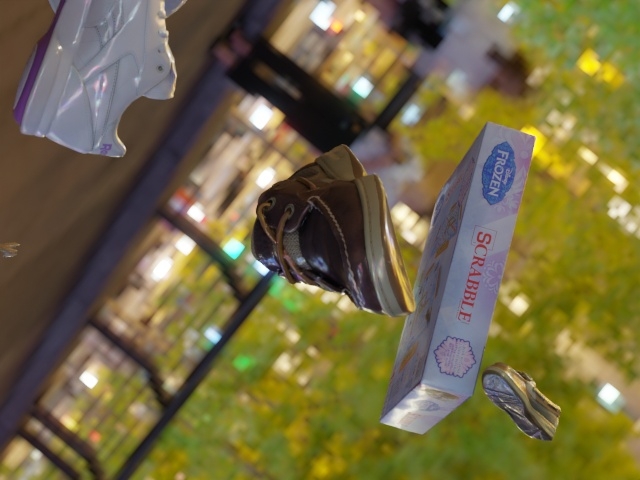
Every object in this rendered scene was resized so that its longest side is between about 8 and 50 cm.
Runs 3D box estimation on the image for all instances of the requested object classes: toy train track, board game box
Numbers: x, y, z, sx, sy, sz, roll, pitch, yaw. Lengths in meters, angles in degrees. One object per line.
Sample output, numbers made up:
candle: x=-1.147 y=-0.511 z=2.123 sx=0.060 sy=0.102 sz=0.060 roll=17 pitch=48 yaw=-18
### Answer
toy train track: x=-0.324 y=0.007 z=1.764 sx=0.048 sy=0.083 sz=0.014 roll=-7 pitch=108 yaw=-48
board game box: x=0.161 y=0.055 z=2.192 sx=0.319 sy=0.066 sz=0.318 roll=118 pitch=-12 yaw=-75

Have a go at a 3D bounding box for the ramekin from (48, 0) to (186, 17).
ramekin: x=-0.248 y=-0.398 z=2.331 sx=0.127 sy=0.273 sz=0.273 roll=2 pitch=141 yaw=-34

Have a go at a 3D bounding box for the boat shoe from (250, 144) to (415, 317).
boat shoe: x=0.000 y=0.000 z=1.615 sx=0.123 sy=0.123 sz=0.342 roll=-17 pitch=-161 yaw=-3

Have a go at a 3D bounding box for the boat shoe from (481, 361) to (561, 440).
boat shoe: x=0.239 y=0.181 z=2.144 sx=0.056 sy=0.153 sz=0.048 roll=7 pitch=-120 yaw=44

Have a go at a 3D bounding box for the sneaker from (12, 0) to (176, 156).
sneaker: x=-0.202 y=-0.231 z=1.899 sx=0.305 sy=0.152 sz=0.114 roll=-65 pitch=-167 yaw=6
